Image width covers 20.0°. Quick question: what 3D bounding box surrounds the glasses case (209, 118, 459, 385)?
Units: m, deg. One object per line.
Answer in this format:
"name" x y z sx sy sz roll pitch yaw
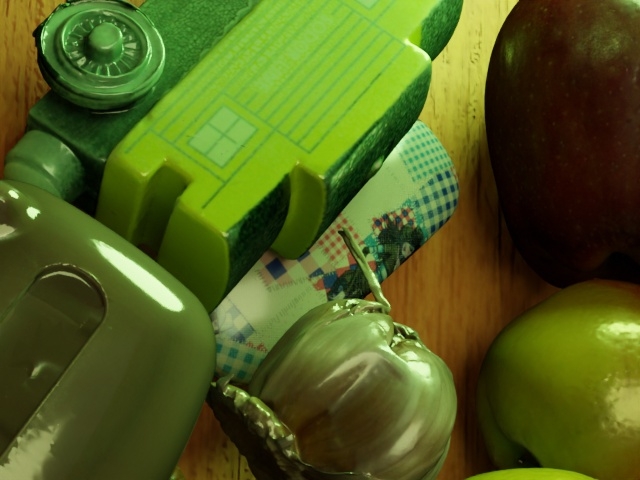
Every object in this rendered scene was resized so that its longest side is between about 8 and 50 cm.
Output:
"glasses case" 0.000 0.000 1.600 0.327 0.076 0.125 -41 97 -33

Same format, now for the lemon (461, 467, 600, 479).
"lemon" 0.158 0.346 1.423 0.348 0.348 0.348 10 69 -26

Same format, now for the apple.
"apple" 0.292 -0.111 1.687 0.288 0.288 0.316 13 73 -25

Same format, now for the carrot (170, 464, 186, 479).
"carrot" -0.126 0.220 1.468 0.060 0.060 0.186 -25 81 -33

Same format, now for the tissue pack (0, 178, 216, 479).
"tissue pack" -0.250 0.150 1.273 0.267 0.277 0.387 34 60 2

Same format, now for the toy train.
"toy train" -0.060 -0.138 1.528 0.272 0.179 0.442 35 57 8

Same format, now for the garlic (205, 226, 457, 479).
"garlic" -0.010 0.102 1.443 0.207 0.207 0.256 -2 66 -29

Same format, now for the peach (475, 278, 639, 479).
"peach" 0.252 0.148 1.614 0.231 0.231 0.231 10 69 -26
